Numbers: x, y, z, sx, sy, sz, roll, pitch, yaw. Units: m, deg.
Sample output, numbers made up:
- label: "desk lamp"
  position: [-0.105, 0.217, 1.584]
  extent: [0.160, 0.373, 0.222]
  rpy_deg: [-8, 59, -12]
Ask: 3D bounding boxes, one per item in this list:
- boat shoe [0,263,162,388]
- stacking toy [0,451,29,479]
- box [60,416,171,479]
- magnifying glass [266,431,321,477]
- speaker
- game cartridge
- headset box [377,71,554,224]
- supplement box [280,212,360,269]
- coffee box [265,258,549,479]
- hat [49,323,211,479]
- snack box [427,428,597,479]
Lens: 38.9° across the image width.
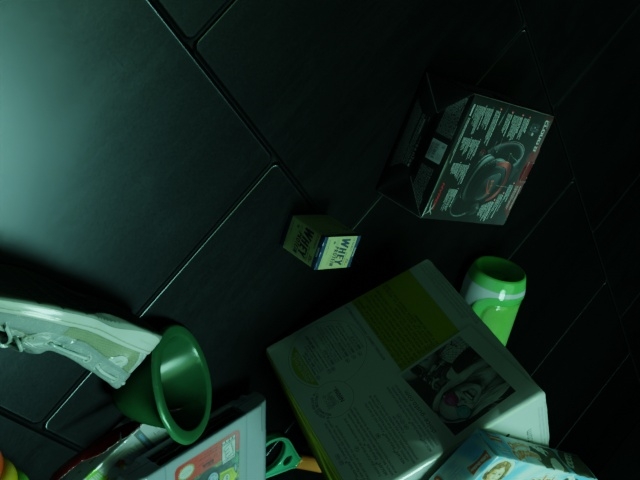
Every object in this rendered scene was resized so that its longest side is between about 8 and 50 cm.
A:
- label: "boat shoe"
  position: [-0.324, 0.112, 1.105]
  extent: [0.103, 0.118, 0.320]
  rpy_deg: [-60, 150, -1]
- label: "stacking toy"
  position: [-0.421, 0.333, 1.157]
  extent: [0.141, 0.141, 0.330]
  rpy_deg: [-36, 135, -24]
- label: "box"
  position: [-0.291, 0.341, 1.376]
  extent: [0.186, 0.038, 0.145]
  rpy_deg: [-42, 141, -15]
- label: "magnifying glass"
  position: [-0.059, 0.410, 1.692]
  extent: [0.092, 0.026, 0.231]
  rpy_deg: [-58, 144, 3]
- label: "speaker"
  position: [0.327, 0.185, 1.861]
  extent: [0.131, 0.131, 0.296]
  rpy_deg: [-14, 127, -41]
- label: "game cartridge"
  position: [-0.192, 0.382, 1.422]
  extent: [0.294, 0.060, 0.196]
  rpy_deg: [-26, 129, -46]
- label: "headset box"
  position: [0.260, -0.147, 1.547]
  extent: [0.293, 0.110, 0.218]
  rpy_deg: [2, 116, -48]
- label: "supplement box"
  position: [0.000, 0.000, 1.396]
  extent: [0.083, 0.083, 0.056]
  rpy_deg: [-3, 119, -47]
- label: "coffee box"
  position: [0.152, 0.308, 1.535]
  extent: [0.334, 0.338, 0.337]
  rpy_deg: [-29, 138, -9]
- label: "hat"
  position: [-0.280, 0.224, 1.304]
  extent: [0.208, 0.183, 0.173]
  rpy_deg: [-27, 103, -74]
- label: "snack box"
  position: [0.279, 0.394, 1.397]
  extent: [0.322, 0.060, 0.187]
  rpy_deg: [23, 112, -44]
